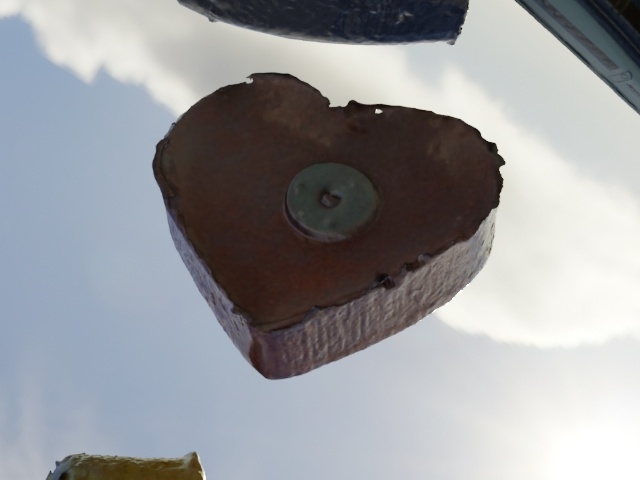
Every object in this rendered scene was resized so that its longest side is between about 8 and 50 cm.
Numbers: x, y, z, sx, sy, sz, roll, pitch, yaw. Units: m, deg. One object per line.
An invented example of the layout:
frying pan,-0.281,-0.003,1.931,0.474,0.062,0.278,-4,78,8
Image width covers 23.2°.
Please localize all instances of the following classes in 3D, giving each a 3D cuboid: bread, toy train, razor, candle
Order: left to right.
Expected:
bread,-0.204,0.298,1.570,0.170,0.197,0.197,14,-163,-12
candle,0.000,0.000,1.412,0.316,0.131,0.287,8,-129,11
razor,0.003,-0.295,1.716,0.326,0.107,0.189,9,150,-2
toy train,0.185,-0.128,0.943,0.252,0.055,0.048,38,160,-19
